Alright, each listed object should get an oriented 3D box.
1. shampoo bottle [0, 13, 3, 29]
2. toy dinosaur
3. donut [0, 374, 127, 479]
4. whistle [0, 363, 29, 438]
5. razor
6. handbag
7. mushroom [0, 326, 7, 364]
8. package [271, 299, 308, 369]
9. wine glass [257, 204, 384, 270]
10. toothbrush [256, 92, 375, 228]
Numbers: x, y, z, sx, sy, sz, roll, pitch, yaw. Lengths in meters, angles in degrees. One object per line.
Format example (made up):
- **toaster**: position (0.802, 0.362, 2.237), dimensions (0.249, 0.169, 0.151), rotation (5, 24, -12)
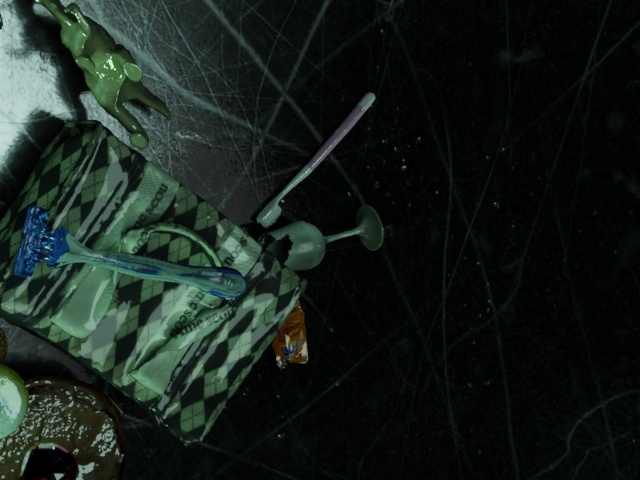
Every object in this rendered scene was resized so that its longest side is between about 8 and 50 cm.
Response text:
- **shampoo bottle**: position (-0.565, -0.251, 1.639), dimensions (0.309, 0.098, 0.071), rotation (-24, 116, -26)
- **toy dinosaur**: position (-0.299, -0.249, 1.766), dimensions (0.077, 0.162, 0.294), rotation (-33, 119, -2)
- **donut**: position (-0.403, 0.314, 1.848), dimensions (0.269, 0.103, 0.270), rotation (-7, 104, -28)
- **whistle**: position (-0.484, 0.239, 1.727), dimensions (0.198, 0.057, 0.104), rotation (-32, 101, -5)
- **razor**: position (-0.237, 0.035, 1.713), dimensions (0.324, 0.056, 0.093), rotation (14, 92, -27)
- **handbag**: position (-0.258, 0.072, 1.826), dimensions (0.416, 0.180, 0.317), rotation (38, 71, -27)
- **mushroom**: position (-0.490, 0.154, 1.770), dimensions (0.109, 0.085, 0.126), rotation (22, 113, -44)
- **package**: position (-0.054, 0.150, 2.072), dimensions (0.077, 0.033, 0.111), rotation (-13, 102, -19)
- **wine glass**: position (0.000, 0.000, 2.050), dimensions (0.195, 0.079, 0.079), rotation (-16, 107, -30)
- **toothbrush**: position (-0.004, -0.129, 2.057), dimensions (0.286, 0.020, 0.025), rotation (-50, 129, -14)
